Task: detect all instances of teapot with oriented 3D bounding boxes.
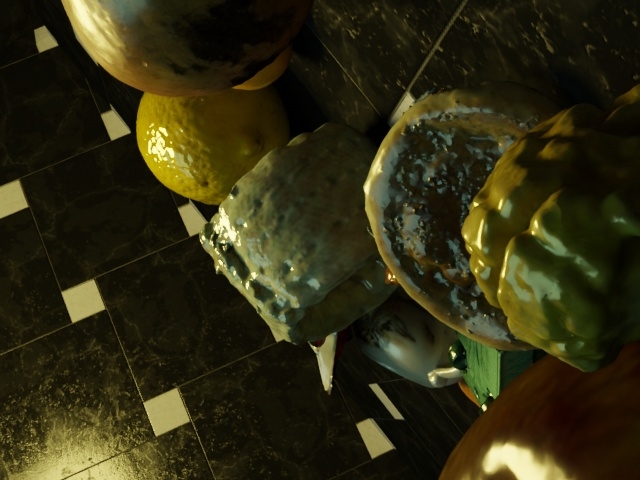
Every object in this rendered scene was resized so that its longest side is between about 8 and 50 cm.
[{"bbox_3d":[0.159,0.147,1.442,0.204,0.139,0.298,28,180,-33],"label":"teapot"}]

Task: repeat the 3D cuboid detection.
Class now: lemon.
[{"bbox_3d":[-0.175,-0.182,1.490,0.267,0.267,0.267,49,168,15],"label":"lemon"}]

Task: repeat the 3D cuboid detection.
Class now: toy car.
[{"bbox_3d":[0.221,0.113,1.138,0.321,0.097,0.141,78,169,-47],"label":"toy car"}]

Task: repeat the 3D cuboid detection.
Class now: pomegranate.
[{"bbox_3d":[-0.143,-0.308,0.921,0.322,0.322,0.322,49,168,15],"label":"pomegranate"}]

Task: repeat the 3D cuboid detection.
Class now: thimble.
[{"bbox_3d":[0.000,0.000,1.236,0.195,0.291,0.291,48,167,19],"label":"thimble"}]

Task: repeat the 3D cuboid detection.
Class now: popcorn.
[{"bbox_3d":[0.206,-0.026,0.646,0.200,0.226,0.203,57,130,37],"label":"popcorn"}]

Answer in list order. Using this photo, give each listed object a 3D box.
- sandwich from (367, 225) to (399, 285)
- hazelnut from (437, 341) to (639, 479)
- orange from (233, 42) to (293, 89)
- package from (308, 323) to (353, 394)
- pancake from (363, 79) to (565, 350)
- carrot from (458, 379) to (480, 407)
[{"bbox_3d":[0.145,-0.011,0.974,0.185,0.160,0.109,31,164,49],"label":"sandwich"},{"bbox_3d":[0.293,0.244,0.720,0.402,0.402,0.429,54,166,-5],"label":"hazelnut"},{"bbox_3d":[-0.111,-0.278,1.240,0.156,0.134,0.156,39,153,25],"label":"orange"},{"bbox_3d":[0.022,0.102,1.448,0.071,0.269,0.194,4,132,15],"label":"package"},{"bbox_3d":[0.164,-0.013,0.861,0.282,0.049,0.282,14,124,22],"label":"pancake"},{"bbox_3d":[0.268,0.242,1.431,0.072,0.072,0.205,58,166,-24],"label":"carrot"}]
